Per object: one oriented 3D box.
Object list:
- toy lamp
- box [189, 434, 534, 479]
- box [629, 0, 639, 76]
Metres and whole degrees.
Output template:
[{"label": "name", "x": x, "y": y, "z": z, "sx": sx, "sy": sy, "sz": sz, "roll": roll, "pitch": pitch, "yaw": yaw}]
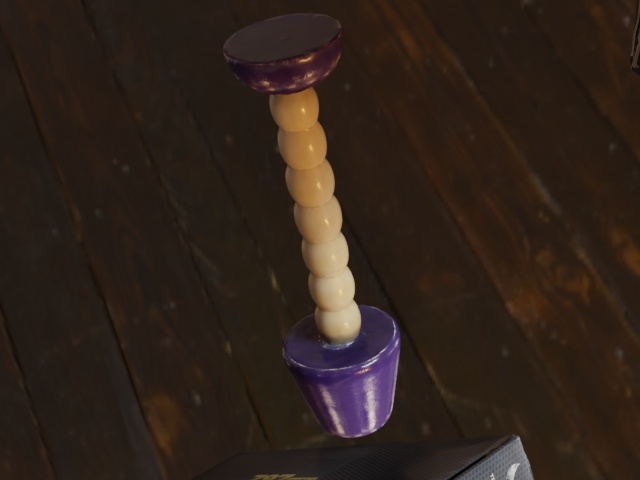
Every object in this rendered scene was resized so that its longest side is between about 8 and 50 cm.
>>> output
[{"label": "toy lamp", "x": 0.000, "y": 0.000, "z": 0.951, "sx": 0.080, "sy": 0.275, "sz": 0.080, "roll": -8, "pitch": 28, "yaw": 5}, {"label": "box", "x": -0.024, "y": 0.168, "z": 0.841, "sx": 0.232, "sy": 0.059, "sz": 0.183, "roll": -10, "pitch": 9, "yaw": 45}, {"label": "box", "x": 0.220, "y": -0.068, "z": 0.441, "sx": 0.142, "sy": 0.163, "sz": 0.247, "roll": -17, "pitch": 42, "yaw": -17}]
